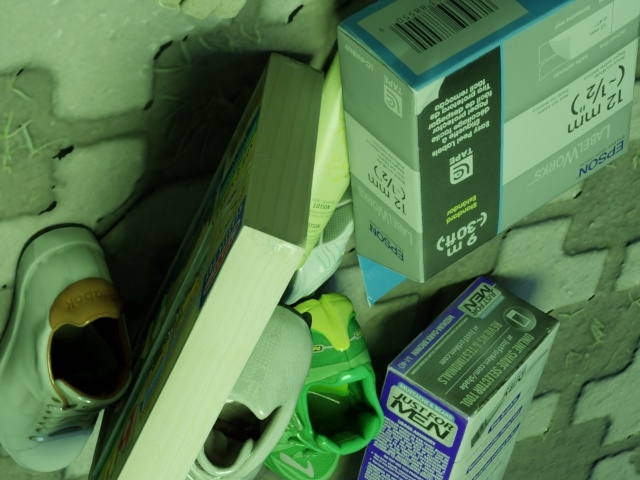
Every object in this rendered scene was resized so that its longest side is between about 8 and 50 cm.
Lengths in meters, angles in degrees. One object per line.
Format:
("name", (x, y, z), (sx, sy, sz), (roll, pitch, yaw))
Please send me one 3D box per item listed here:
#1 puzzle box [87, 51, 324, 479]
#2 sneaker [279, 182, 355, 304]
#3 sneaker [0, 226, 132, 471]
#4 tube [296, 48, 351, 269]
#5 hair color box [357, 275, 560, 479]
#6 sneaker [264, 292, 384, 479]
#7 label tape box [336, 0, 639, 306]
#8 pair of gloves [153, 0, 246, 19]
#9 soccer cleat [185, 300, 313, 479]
("puzzle box", (-0.106, 0.075, 1.374), (0.052, 0.272, 0.409), (21, 122, -11))
("sneaker", (0.000, 0.000, 1.537), (0.061, 0.053, 0.152), (-3, 138, -51))
("sneaker", (-0.229, 0.132, 1.462), (0.106, 0.123, 0.290), (-13, 139, -25))
("tube", (0.009, -0.084, 1.442), (0.240, 0.062, 0.070), (-61, 177, 23))
("hair color box", (0.128, 0.222, 1.754), (0.185, 0.110, 0.338), (-40, 155, -42))
("sneaker", (-0.006, 0.174, 1.643), (0.109, 0.123, 0.295), (-18, 147, -16))
("label tape box", (0.152, -0.089, 1.450), (0.249, 0.115, 0.347), (-32, 141, -21))
("pair of gloves", (-0.110, -0.258, 1.189), (0.240, 0.042, 0.204), (8, 132, -32))
("soccer cleat", (-0.100, 0.180, 1.539), (0.116, 0.143, 0.331), (23, 139, -2))
